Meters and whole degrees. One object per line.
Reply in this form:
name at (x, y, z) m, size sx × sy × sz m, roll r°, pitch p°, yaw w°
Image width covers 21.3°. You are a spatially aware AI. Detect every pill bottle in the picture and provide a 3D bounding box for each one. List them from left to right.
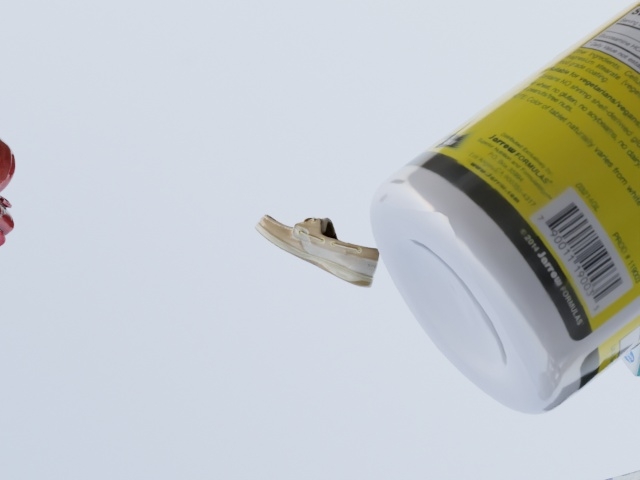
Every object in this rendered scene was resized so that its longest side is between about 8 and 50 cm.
pill bottle at (0.214, -0.049, 1.146) m, size 0.334 × 0.188 × 0.188 m, roll -35°, pitch -107°, yaw -15°

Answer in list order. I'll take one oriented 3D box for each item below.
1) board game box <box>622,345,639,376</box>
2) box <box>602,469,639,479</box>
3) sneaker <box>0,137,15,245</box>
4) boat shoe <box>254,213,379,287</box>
board game box at (0.417, -0.034, 2.209) m, size 0.079 × 0.336 × 0.254 m, roll -3°, pitch -150°, yaw -17°
box at (0.251, 0.224, 1.267) m, size 0.072 × 0.137 × 0.126 m, roll 60°, pitch -142°, yaw -9°
sneaker at (-0.308, -0.050, 1.540) m, size 0.128 × 0.221 × 0.087 m, roll 22°, pitch -105°, yaw -39°
boat shoe at (0.000, 0.000, 2.077) m, size 0.170 × 0.059 × 0.063 m, roll 26°, pitch -175°, yaw 22°
